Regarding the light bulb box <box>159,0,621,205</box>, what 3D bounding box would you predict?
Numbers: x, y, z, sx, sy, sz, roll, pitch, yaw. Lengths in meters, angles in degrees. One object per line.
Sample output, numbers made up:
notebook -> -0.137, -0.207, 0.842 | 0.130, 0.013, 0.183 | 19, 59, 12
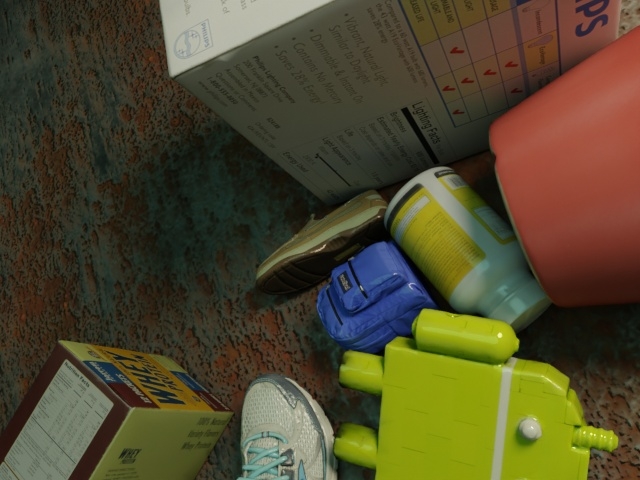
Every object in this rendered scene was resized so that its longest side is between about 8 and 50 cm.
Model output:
light bulb box -> 0.083, -0.237, 0.628 | 0.361, 0.358, 0.225 | -19, 69, 17

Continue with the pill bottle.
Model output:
pill bottle -> 0.159, 0.014, 0.661 | 0.103, 0.103, 0.184 | -41, 62, 8

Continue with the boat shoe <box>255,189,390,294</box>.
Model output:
boat shoe -> 0.000, 0.000, 0.767 | 0.190, 0.068, 0.072 | -27, 53, 4

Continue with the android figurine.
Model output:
android figurine -> 0.143, 0.195, 0.610 | 0.272, 0.056, 0.248 | 9, 99, 26

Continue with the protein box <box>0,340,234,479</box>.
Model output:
protein box -> -0.248, 0.247, 0.720 | 0.136, 0.200, 0.201 | 30, 88, 29

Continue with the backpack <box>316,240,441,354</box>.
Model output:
backpack -> 0.054, 0.065, 0.694 | 0.120, 0.101, 0.098 | -36, 39, 13

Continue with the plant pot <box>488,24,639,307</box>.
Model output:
plant pot -> 0.302, -0.065, 0.548 | 0.243, 0.275, 0.275 | -21, 66, 28

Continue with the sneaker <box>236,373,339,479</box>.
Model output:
sneaker -> -0.042, 0.281, 0.660 | 0.110, 0.122, 0.283 | -19, 68, 18
